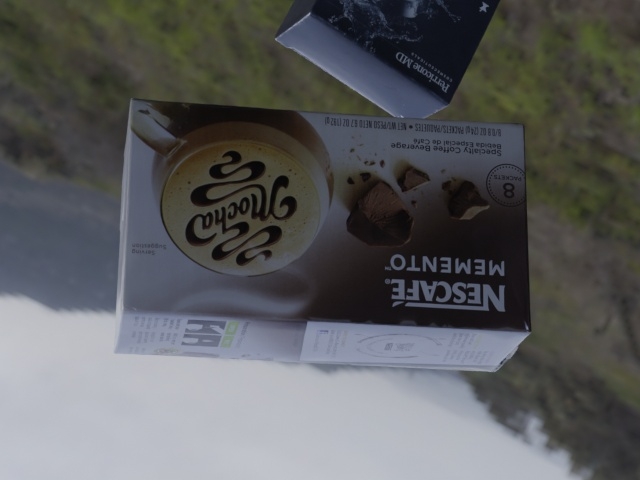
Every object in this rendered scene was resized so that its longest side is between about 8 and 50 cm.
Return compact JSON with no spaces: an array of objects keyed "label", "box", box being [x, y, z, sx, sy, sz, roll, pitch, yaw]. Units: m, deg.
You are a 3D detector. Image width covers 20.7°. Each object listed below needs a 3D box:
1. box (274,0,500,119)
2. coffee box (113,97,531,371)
[{"label":"box","box":[0.069,-0.216,1.601,0.156,0.158,0.093,32,161,-15]},{"label":"coffee box","box":[0.000,0.000,1.308,0.297,0.168,0.119,4,160,-8]}]
